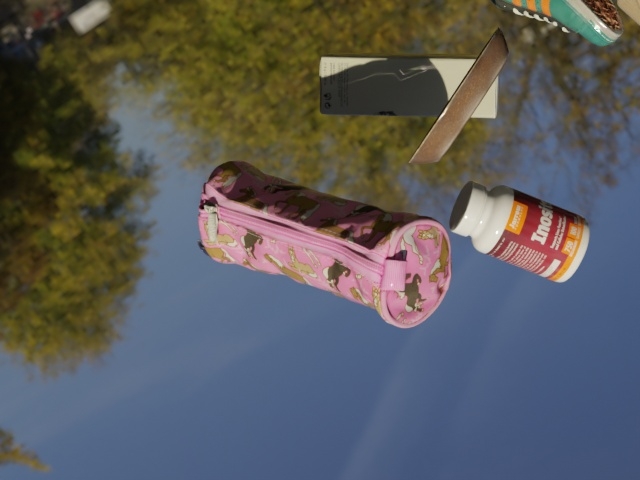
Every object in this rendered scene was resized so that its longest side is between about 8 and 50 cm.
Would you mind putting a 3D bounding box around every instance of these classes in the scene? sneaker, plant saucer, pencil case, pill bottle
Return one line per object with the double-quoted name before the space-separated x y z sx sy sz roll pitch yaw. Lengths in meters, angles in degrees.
"sneaker" 0.357 -0.405 2.102 0.108 0.302 0.121 -23 155 -50
"plant saucer" 0.149 -0.144 1.349 0.168 0.029 0.168 -55 179 -1
"pencil case" 0.000 0.000 1.787 0.386 0.160 0.167 18 -134 38
"pill bottle" 0.235 -0.014 1.537 0.086 0.152 0.086 -159 -90 -81

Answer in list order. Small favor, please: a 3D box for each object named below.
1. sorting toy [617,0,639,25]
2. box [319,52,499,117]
"sorting toy" 0.592 -0.400 2.089 0.038 0.193 0.208 -26 153 -33
"box" 0.141 -0.244 2.016 0.275 0.094 0.113 3 -168 10
